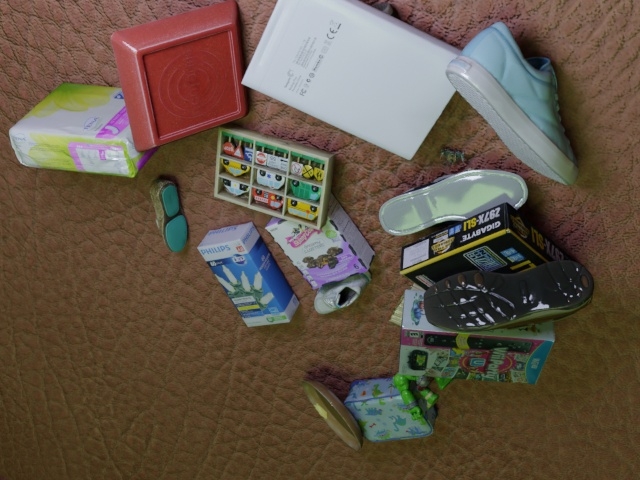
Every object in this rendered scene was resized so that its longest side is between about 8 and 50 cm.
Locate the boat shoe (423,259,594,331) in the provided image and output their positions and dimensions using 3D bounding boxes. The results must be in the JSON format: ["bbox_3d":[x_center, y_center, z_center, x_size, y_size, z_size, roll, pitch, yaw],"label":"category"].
[{"bbox_3d":[0.367,0.125,1.592,0.324,0.122,0.120,-8,155,19],"label":"boat shoe"}]

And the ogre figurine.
[{"bbox_3d":[0.252,0.326,1.975,0.118,0.097,0.197,42,129,20],"label":"ogre figurine"}]

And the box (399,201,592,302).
[{"bbox_3d":[0.363,0.069,1.681,0.257,0.079,0.322,-26,134,35],"label":"box"}]

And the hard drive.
[{"bbox_3d":[0.062,-0.310,1.484,0.353,0.047,0.233,23,128,-10],"label":"hard drive"}]

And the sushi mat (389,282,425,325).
[{"bbox_3d":[0.327,0.209,1.921,0.316,0.019,0.151,26,134,1],"label":"sushi mat"}]

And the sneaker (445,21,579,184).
[{"bbox_3d":[0.382,-0.238,1.451,0.150,0.135,0.366,-50,127,2],"label":"sneaker"}]

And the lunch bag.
[{"bbox_3d":[0.183,0.440,2.126,0.219,0.090,0.176,-16,119,33],"label":"lunch bag"}]

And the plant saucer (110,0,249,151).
[{"bbox_3d":[-0.255,-0.310,1.592,0.048,0.259,0.258,45,149,43],"label":"plant saucer"}]

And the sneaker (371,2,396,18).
[{"bbox_3d":[0.050,-0.349,1.528,0.222,0.083,0.118,-12,123,29],"label":"sneaker"}]

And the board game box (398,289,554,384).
[{"bbox_3d":[0.323,0.210,1.741,0.303,0.097,0.224,3,147,5],"label":"board game box"}]

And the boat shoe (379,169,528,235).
[{"bbox_3d":[0.269,-0.084,1.654,0.302,0.091,0.114,-8,101,22],"label":"boat shoe"}]

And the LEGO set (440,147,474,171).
[{"bbox_3d":[0.271,-0.163,1.636,0.054,0.023,0.083,-12,135,33],"label":"LEGO set"}]

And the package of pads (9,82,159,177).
[{"bbox_3d":[-0.480,-0.238,1.749,0.296,0.229,0.101,7,130,18],"label":"package of pads"}]

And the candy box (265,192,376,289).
[{"bbox_3d":[0.000,0.000,1.849,0.165,0.070,0.196,-21,117,35],"label":"candy box"}]

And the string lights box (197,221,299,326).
[{"bbox_3d":[-0.172,0.086,1.991,0.133,0.077,0.260,-11,123,32],"label":"string lights box"}]

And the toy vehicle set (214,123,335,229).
[{"bbox_3d":[-0.102,-0.138,1.748,0.267,0.035,0.166,18,119,21],"label":"toy vehicle set"}]

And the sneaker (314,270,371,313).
[{"bbox_3d":[0.040,0.133,1.938,0.071,0.083,0.190,37,134,-11],"label":"sneaker"}]

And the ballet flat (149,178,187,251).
[{"bbox_3d":[-0.367,-0.065,1.969,0.067,0.073,0.206,32,137,35],"label":"ballet flat"}]

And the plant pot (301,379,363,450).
[{"bbox_3d":[0.037,0.456,2.171,0.236,0.032,0.236,46,163,19],"label":"plant pot"}]
